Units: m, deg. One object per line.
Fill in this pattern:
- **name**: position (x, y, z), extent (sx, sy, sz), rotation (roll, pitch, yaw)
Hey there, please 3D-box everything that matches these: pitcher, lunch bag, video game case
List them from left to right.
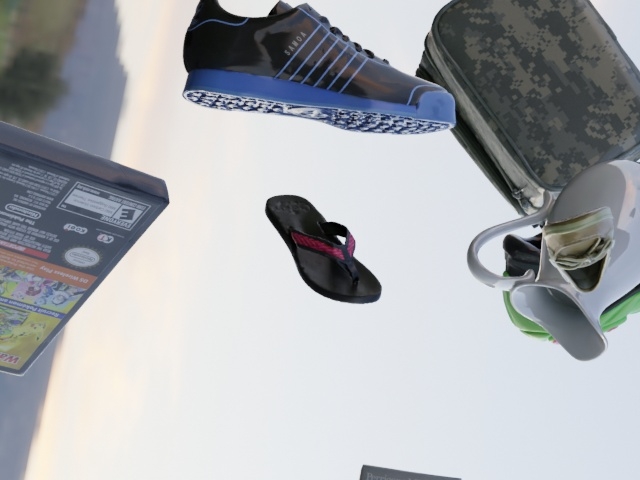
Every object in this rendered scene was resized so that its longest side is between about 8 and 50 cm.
- **video game case**: position (-0.305, -0.002, 1.464), extent (0.248, 0.275, 0.035), rotation (-47, -139, 31)
- **lunch bag**: position (0.270, -0.173, 2.272), extent (0.305, 0.212, 0.256), rotation (55, -10, 8)
- **pitcher**: position (0.265, 0.000, 1.873), extent (0.207, 0.177, 0.125), rotation (-55, 175, -30)

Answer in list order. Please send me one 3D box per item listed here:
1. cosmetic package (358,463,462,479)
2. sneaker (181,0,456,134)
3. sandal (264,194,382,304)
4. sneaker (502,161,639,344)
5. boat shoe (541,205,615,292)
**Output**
- **cosmetic package**: position (0.092, 0.389, 2.093), extent (0.107, 0.127, 0.238), rotation (85, 11, -81)
- **sneaker**: position (0.004, -0.143, 1.439), extent (0.081, 0.232, 0.090), rotation (157, -61, -71)
- **sandal**: position (0.000, 0.000, 1.707), extent (0.179, 0.067, 0.040), rotation (51, -43, 41)
- **sneaker**: position (0.469, -0.031, 2.496), extent (0.185, 0.482, 0.202), rotation (35, -29, 63)
- **boat shoe**: position (0.203, 0.009, 1.374), extent (0.153, 0.056, 0.048), rotation (62, 11, -79)
